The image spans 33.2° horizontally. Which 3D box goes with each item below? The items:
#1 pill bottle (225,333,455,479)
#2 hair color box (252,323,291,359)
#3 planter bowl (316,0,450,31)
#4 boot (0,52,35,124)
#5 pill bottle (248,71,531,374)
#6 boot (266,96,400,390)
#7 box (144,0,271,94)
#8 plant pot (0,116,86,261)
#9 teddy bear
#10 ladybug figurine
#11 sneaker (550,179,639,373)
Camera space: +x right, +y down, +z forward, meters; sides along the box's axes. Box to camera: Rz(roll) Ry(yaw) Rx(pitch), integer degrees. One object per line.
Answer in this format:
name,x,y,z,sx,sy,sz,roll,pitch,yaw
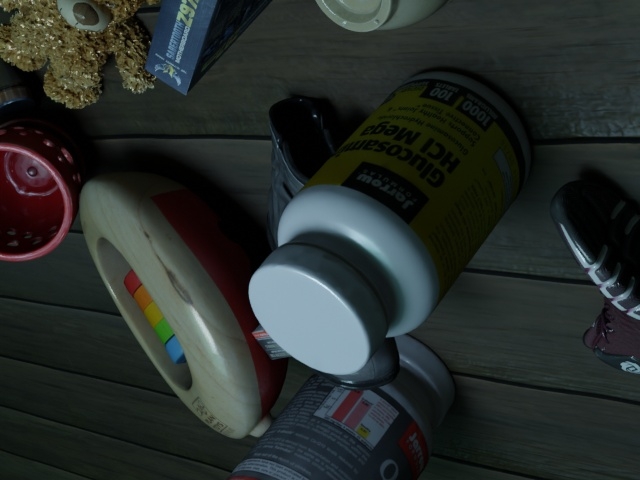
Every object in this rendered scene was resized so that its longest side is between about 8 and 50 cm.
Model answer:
pill bottle,0.028,0.300,1.488,0.210,0.363,0.210,25,141,22
hair color box,-0.007,0.086,1.465,0.093,0.167,0.053,-14,119,48
planter bowl,0.056,-0.279,1.084,0.162,0.109,0.162,24,140,22
boot,-0.502,-0.236,1.688,0.219,0.082,0.106,-23,84,62
pill bottle,0.075,-0.021,1.141,0.188,0.334,0.188,24,140,22
boot,0.000,0.000,1.299,0.223,0.118,0.338,91,155,-49
box,-0.082,-0.283,1.099,0.059,0.233,0.183,33,144,3
plant pot,-0.451,-0.087,1.631,0.191,0.174,0.191,1,115,3
teddy bear,-0.337,-0.282,1.437,0.338,0.113,0.245,-8,124,46
ladybug figurine,-0.186,0.082,1.568,0.449,0.162,0.305,57,155,7
sneaker,0.325,0.067,1.203,0.281,0.106,0.162,45,147,-6
